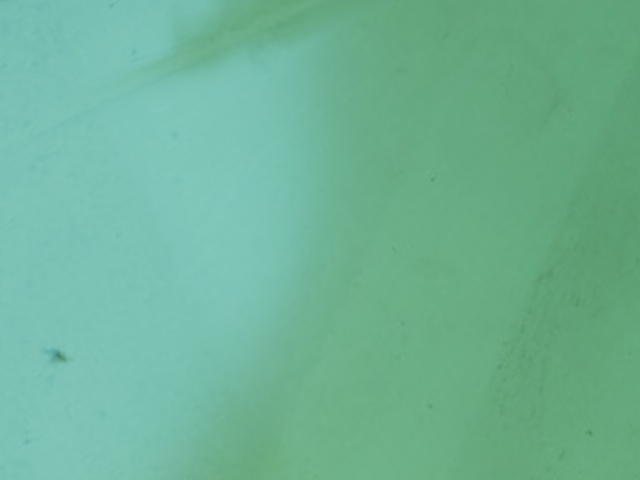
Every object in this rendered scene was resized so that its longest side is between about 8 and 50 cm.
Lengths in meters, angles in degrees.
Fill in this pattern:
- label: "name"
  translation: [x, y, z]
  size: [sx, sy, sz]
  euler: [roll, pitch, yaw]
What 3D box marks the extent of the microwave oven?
- label: "microwave oven"
  translation: [0.000, 0.000, 0.553]
  size: [0.394, 0.247, 0.333]
  euler: [-27, 100, -20]
